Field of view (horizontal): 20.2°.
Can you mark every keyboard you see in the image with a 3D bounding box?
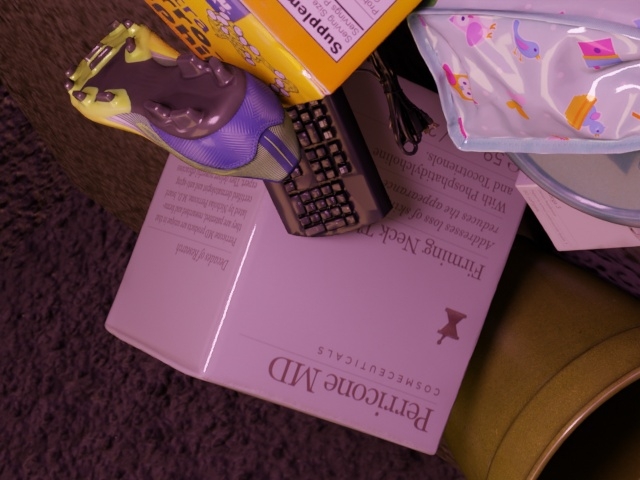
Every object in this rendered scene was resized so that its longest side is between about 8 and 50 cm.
[{"bbox_3d":[-0.005,-0.160,1.858,0.317,0.201,0.033,65,-158,-15],"label":"keyboard"}]

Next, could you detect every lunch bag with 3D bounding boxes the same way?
[{"bbox_3d":[0.240,-0.170,1.365,0.262,0.223,0.160,5,130,41],"label":"lunch bag"}]

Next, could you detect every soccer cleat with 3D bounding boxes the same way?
[{"bbox_3d":[-0.116,-0.105,1.448,0.121,0.093,0.289,42,171,-33],"label":"soccer cleat"}]

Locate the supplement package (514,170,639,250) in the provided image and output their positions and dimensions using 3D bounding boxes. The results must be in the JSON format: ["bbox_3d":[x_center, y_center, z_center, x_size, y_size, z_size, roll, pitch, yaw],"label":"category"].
[{"bbox_3d":[0.301,-0.064,1.753,0.179,0.105,0.105,-5,136,38],"label":"supplement package"}]

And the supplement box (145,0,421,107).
[{"bbox_3d":[0.028,-0.293,1.419,0.194,0.356,0.195,47,166,-12],"label":"supplement box"}]

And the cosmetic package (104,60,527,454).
[{"bbox_3d":[0.000,0.000,2.138,0.329,0.393,0.327,21,177,-27],"label":"cosmetic package"}]

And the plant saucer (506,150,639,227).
[{"bbox_3d":[0.268,-0.131,1.595,0.318,0.043,0.317,19,134,20],"label":"plant saucer"}]

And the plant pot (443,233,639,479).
[{"bbox_3d":[0.286,0.180,2.264,0.353,0.366,0.366,47,172,39],"label":"plant pot"}]
